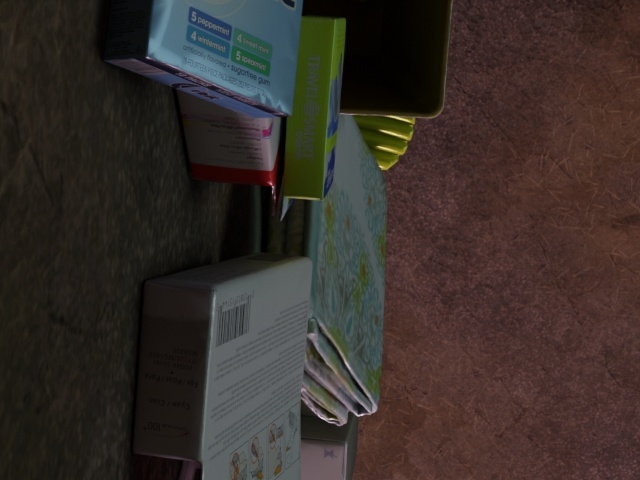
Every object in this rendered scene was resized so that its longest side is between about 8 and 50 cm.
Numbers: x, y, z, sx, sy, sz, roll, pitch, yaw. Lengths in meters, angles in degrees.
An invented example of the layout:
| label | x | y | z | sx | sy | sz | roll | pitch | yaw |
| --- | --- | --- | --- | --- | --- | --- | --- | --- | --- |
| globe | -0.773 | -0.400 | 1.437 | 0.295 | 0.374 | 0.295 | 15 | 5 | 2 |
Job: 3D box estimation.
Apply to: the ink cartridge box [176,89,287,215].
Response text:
| label | x | y | z | sx | sy | sz | roll | pitch | yaw |
| --- | --- | --- | --- | --- | --- | --- | --- | --- | --- |
| ink cartridge box | -0.070 | -0.141 | 0.985 | 0.231 | 0.078 | 0.134 | 88 | 9 | -53 |

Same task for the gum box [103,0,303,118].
| label | x | y | z | sx | sy | sz | roll | pitch | yaw |
| --- | --- | --- | --- | --- | --- | --- | --- | --- | --- |
| gum box | -0.070 | -0.191 | 0.781 | 0.157 | 0.041 | 0.184 | 14 | 80 | -55 |

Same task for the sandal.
| label | x | y | z | sx | sy | sz | roll | pitch | yaw |
| --- | --- | --- | --- | --- | --- | --- | --- | --- | --- |
| sandal | 0.029 | -0.116 | 1.639 | 0.317 | 0.126 | 0.138 | -57 | -163 | 27 |

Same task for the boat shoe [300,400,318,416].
| label | x | y | z | sx | sy | sz | roll | pitch | yaw |
| --- | --- | --- | --- | --- | --- | --- | --- | --- | --- |
| boat shoe | 0.006 | 0.132 | 1.886 | 0.121 | 0.110 | 0.341 | 85 | 11 | -62 |

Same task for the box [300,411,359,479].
| label | x | y | z | sx | sy | sz | roll | pitch | yaw |
| --- | --- | --- | --- | --- | --- | --- | --- | --- | --- |
| box | -0.007 | 0.353 | 1.897 | 0.311 | 0.121 | 0.147 | -35 | 130 | -83 |

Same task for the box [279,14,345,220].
| label | x | y | z | sx | sy | sz | roll | pitch | yaw |
| --- | --- | --- | --- | --- | --- | --- | --- | --- | --- |
| box | -0.007 | -0.113 | 1.040 | 0.109 | 0.043 | 0.178 | -64 | 159 | -77 |

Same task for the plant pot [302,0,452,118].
| label | x | y | z | sx | sy | sz | roll | pitch | yaw |
| --- | --- | --- | --- | --- | --- | --- | --- | --- | --- |
| plant pot | 0.014 | -0.251 | 1.188 | 0.187 | 0.212 | 0.212 | -109 | -159 | -73 |

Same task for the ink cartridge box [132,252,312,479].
| label | x | y | z | sx | sy | sz | roll | pitch | yaw |
| --- | --- | --- | --- | --- | --- | --- | --- | --- | --- |
| ink cartridge box | -0.079 | 0.151 | 1.015 | 0.296 | 0.066 | 0.261 | -13 | 107 | -75 |

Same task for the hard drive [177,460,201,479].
| label | x | y | z | sx | sy | sz | roll | pitch | yaw |
| --- | --- | --- | --- | --- | --- | --- | --- | --- | --- |
| hard drive | -0.112 | 0.354 | 1.182 | 0.233 | 0.047 | 0.353 | -80 | 172 | -47 |

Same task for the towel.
| label | x | y | z | sx | sy | sz | roll | pitch | yaw |
| --- | --- | --- | --- | --- | --- | --- | --- | --- | --- |
| towel | 0.000 | 0.000 | 1.362 | 0.320 | 0.090 | 0.374 | 59 | 31 | -58 |
